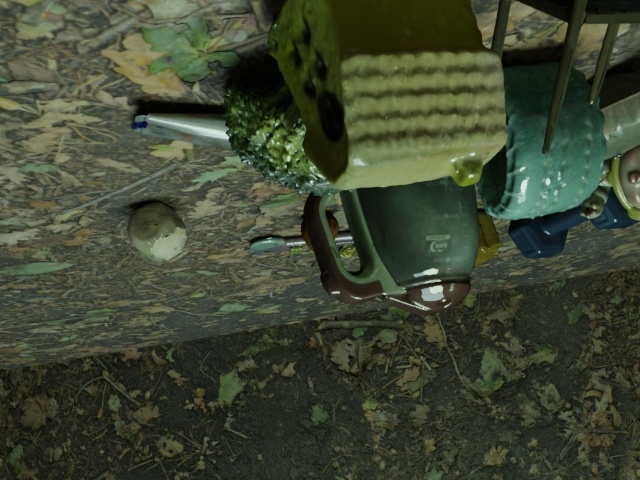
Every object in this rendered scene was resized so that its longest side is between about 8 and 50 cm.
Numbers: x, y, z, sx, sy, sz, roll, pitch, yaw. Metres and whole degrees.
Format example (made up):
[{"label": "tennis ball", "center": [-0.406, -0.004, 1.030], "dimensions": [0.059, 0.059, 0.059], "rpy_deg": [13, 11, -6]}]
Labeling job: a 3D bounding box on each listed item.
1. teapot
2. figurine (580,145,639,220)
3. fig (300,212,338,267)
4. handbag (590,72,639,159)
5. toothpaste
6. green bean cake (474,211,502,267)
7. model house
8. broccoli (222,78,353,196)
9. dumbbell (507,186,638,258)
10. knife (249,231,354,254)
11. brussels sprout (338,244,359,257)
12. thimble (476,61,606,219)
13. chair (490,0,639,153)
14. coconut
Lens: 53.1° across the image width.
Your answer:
[{"label": "teapot", "center": [0.122, -0.029, 1.071], "dimensions": [0.315, 0.312, 0.233], "rpy_deg": [-2, 161, -24]}, {"label": "figurine", "center": [0.580, -0.151, 1.238], "dimensions": [0.382, 0.224, 0.205], "rpy_deg": [11, -163, 25]}, {"label": "fig", "center": [0.000, 0.000, 1.455], "dimensions": [0.089, 0.125, 0.089], "rpy_deg": [-3, 165, -1]}, {"label": "handbag", "center": [0.463, -0.191, 1.051], "dimensions": [0.183, 0.117, 0.270], "rpy_deg": [-6, 168, -41]}, {"label": "toothpaste", "center": [-0.109, -0.158, 0.950], "dimensions": [0.323, 0.066, 0.100], "rpy_deg": [1, 177, -20]}, {"label": "green bean cake", "center": [0.329, 0.011, 1.671], "dimensions": [0.224, 0.131, 0.229], "rpy_deg": [-6, 162, -17]}, {"label": "model house", "center": [0.076, -0.163, 0.662], "dimensions": [0.193, 0.234, 0.175], "rpy_deg": [-10, 156, -23]}, {"label": "broccoli", "center": [-0.013, -0.151, 0.838], "dimensions": [0.176, 0.226, 0.198], "rpy_deg": [-42, 172, 33]}, {"label": "dumbbell", "center": [0.601, -0.063, 1.525], "dimensions": [0.160, 0.144, 0.325], "rpy_deg": [0, 162, -24]}, {"label": "knife", "center": [0.018, 0.005, 1.647], "dimensions": [0.399, 0.038, 0.132], "rpy_deg": [-7, 167, -9]}, {"label": "brussels sprout", "center": [0.092, 0.025, 1.765], "dimensions": [0.083, 0.046, 0.051], "rpy_deg": [-2, 170, 13]}, {"label": "thimble", "center": [0.310, -0.140, 0.945], "dimensions": [0.143, 0.235, 0.198], "rpy_deg": [-8, -155, -6]}, {"label": "chair", "center": [0.299, -0.251, 0.680], "dimensions": [0.188, 0.166, 0.272], "rpy_deg": [-4, 122, -13]}, {"label": "coconut", "center": [-0.317, -0.012, 1.265], "dimensions": [0.110, 0.110, 0.124], "rpy_deg": [-11, 160, 10]}]
